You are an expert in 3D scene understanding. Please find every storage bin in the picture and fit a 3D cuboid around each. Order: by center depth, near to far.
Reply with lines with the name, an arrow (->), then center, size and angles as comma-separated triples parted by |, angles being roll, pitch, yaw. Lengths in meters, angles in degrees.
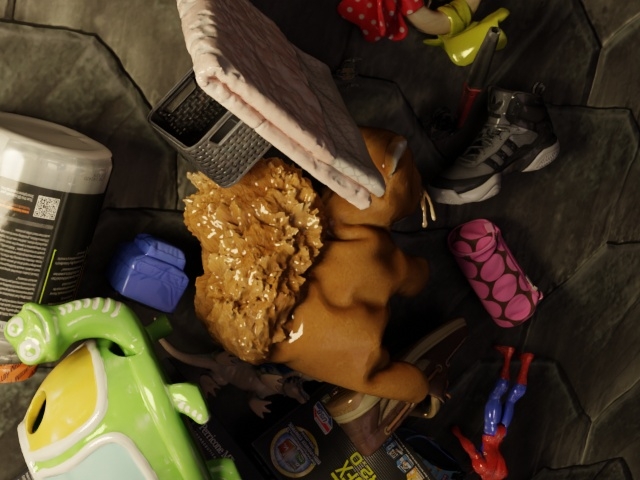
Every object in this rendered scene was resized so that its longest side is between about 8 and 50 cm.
storage bin -> -0.144, -0.160, 1.418 | 0.122, 0.180, 0.084 | -47, 124, -5

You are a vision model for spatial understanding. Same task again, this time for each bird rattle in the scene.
bird rattle -> 0.159, -0.375, 1.569 | 0.253, 0.143, 0.207 | 18, 88, -21

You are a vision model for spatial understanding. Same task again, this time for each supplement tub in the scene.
supplement tub -> -0.396, 0.008, 1.335 | 0.193, 0.193, 0.316 | 12, 102, -33

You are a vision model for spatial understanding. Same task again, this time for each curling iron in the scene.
curling iron -> 0.222, -0.231, 1.586 | 0.068, 0.035, 0.274 | -21, 161, -23

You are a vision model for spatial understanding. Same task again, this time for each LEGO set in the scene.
LEGO set -> 0.032, -0.246, 1.584 | 0.083, 0.023, 0.054 | -35, 121, 2

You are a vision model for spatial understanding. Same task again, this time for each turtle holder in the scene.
turtle holder -> -0.257, 0.228, 1.306 | 0.227, 0.243, 0.320 | -25, 148, -8

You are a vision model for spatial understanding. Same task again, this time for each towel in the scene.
towel -> -0.062, -0.219, 1.356 | 0.053, 0.332, 0.317 | -41, 128, 18

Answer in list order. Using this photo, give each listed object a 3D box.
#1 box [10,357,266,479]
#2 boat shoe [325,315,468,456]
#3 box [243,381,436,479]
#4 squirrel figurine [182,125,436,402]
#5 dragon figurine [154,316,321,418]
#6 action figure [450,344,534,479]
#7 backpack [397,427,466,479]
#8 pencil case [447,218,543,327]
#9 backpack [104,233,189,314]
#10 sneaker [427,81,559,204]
box -> -0.242, 0.420, 1.600 | 0.312, 0.179, 0.343 | -37, 124, -10
boat shoe -> 0.150, 0.239, 1.718 | 0.342, 0.123, 0.123 | -32, 92, -48
box -> 0.040, 0.375, 1.707 | 0.216, 0.060, 0.270 | -36, 87, -25
squirrel figurine -> 0.000, 0.000, 1.517 | 0.397, 0.281, 0.371 | 15, 94, -38
dragon figurine -> -0.129, 0.195, 1.624 | 0.289, 0.144, 0.085 | 21, 100, -5
action figure -> 0.304, 0.339, 1.943 | 0.091, 0.139, 0.280 | 21, 76, -31
backpack -> 0.146, 0.407, 1.852 | 0.158, 0.117, 0.173 | -49, 125, -3
pencil case -> 0.305, 0.054, 1.817 | 0.098, 0.095, 0.209 | -23, 129, 21
backpack -> -0.244, 0.044, 1.482 | 0.098, 0.120, 0.101 | 31, 84, -27
sneaker -> 0.275, -0.167, 1.707 | 0.268, 0.101, 0.153 | -26, 120, -25
